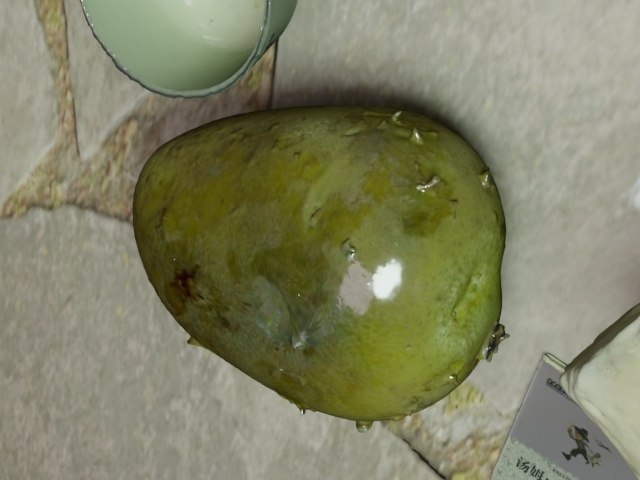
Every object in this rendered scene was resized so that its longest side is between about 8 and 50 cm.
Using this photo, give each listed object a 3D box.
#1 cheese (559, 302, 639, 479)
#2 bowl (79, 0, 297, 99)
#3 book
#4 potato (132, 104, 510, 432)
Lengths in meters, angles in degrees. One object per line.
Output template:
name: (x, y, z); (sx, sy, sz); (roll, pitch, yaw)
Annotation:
cheese: (0.342, 0.048, 1.390); (0.153, 0.292, 0.332); (51, 124, 6)
bowl: (-0.101, -0.236, 1.694); (0.211, 0.112, 0.211); (15, 119, 29)
book: (0.218, 0.200, 1.727); (0.127, 0.014, 0.182); (33, 126, 20)
potato: (-0.004, 0.017, 1.678); (0.359, 0.219, 0.270); (6, 105, 41)
